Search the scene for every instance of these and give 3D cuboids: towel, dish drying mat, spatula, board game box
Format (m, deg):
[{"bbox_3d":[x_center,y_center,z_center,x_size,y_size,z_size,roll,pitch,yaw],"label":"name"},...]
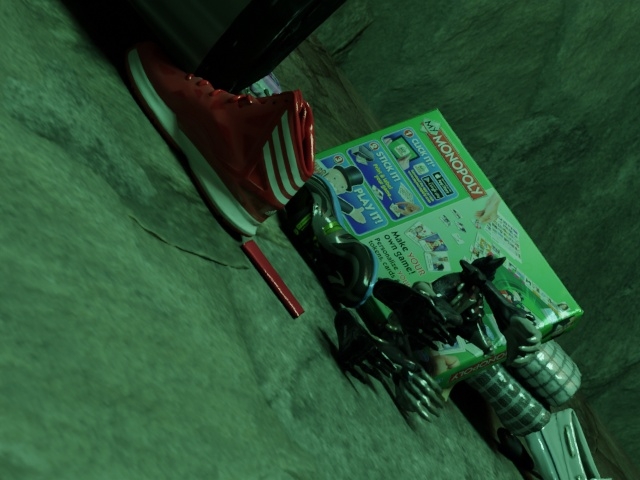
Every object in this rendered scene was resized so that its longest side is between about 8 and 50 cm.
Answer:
[{"bbox_3d":[0.202,0.121,1.888,0.235,0.121,0.284,44,5,-3],"label":"towel"},{"bbox_3d":[-0.043,0.035,1.346,0.083,0.008,0.032,54,10,2],"label":"dish drying mat"},{"bbox_3d":[0.290,0.294,1.946,0.296,0.030,0.084,34,26,-55],"label":"spatula"},{"bbox_3d":[0.124,0.007,1.687,0.317,0.213,0.046,58,-25,26],"label":"board game box"}]

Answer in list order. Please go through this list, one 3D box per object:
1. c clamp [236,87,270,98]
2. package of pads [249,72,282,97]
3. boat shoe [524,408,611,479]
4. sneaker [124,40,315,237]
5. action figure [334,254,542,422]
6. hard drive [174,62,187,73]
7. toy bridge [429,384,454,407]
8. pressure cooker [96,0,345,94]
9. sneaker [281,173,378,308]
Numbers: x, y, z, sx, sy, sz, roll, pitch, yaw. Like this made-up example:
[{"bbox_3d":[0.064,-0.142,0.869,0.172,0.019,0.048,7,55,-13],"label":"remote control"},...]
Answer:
[{"bbox_3d":[-0.074,-0.163,1.914,0.137,0.022,0.160,62,10,20],"label":"c clamp"},{"bbox_3d":[-0.079,-0.219,2.051,0.050,0.032,0.083,50,9,-24],"label":"package of pads"},{"bbox_3d":[0.332,0.319,1.843,0.226,0.075,0.083,64,19,10],"label":"boat shoe"},{"bbox_3d":[-0.081,-0.123,1.371,0.221,0.128,0.087,55,9,13],"label":"sneaker"},{"bbox_3d":[0.122,0.097,1.468,0.141,0.164,0.275,56,22,16],"label":"action figure"},{"bbox_3d":[-0.126,-0.142,1.554,0.094,0.022,0.135,46,12,-36],"label":"hard drive"},{"bbox_3d":[0.159,0.114,1.685,0.063,0.026,0.188,47,49,-30],"label":"toy bridge"},{"bbox_3d":[-0.109,-0.404,1.468,0.420,0.375,0.370,47,-31,-3],"label":"pressure cooker"},{"bbox_3d":[0.000,0.000,1.570,0.078,0.067,0.188,11,39,-44],"label":"sneaker"}]
